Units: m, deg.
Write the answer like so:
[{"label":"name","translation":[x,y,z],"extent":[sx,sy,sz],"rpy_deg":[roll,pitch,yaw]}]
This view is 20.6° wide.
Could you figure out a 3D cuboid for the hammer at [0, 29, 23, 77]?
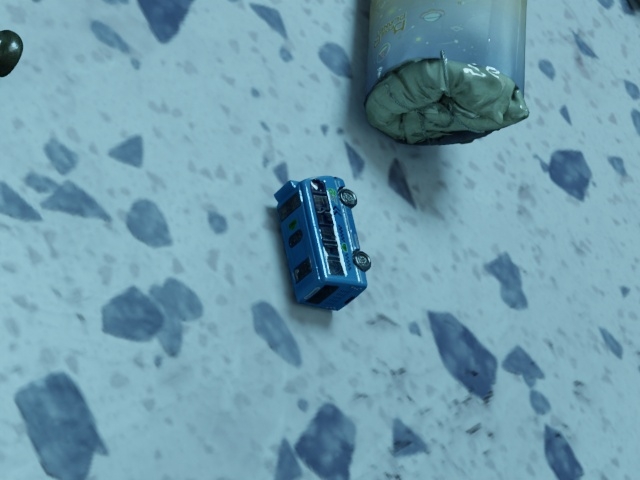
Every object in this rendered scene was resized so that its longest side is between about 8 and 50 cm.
[{"label":"hammer","translation":[-0.196,-0.220,1.107],"extent":[0.058,0.029,0.292],"rpy_deg":[29,44,-27]}]

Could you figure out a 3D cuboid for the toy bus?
[{"label":"toy bus","translation":[0.000,0.000,1.119],"extent":[0.046,0.038,0.083],"rpy_deg":[9,56,-35]}]

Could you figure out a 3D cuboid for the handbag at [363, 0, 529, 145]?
[{"label":"handbag","translation":[0.088,-0.142,1.238],"extent":[0.095,0.117,0.173],"rpy_deg":[42,41,-41]}]
